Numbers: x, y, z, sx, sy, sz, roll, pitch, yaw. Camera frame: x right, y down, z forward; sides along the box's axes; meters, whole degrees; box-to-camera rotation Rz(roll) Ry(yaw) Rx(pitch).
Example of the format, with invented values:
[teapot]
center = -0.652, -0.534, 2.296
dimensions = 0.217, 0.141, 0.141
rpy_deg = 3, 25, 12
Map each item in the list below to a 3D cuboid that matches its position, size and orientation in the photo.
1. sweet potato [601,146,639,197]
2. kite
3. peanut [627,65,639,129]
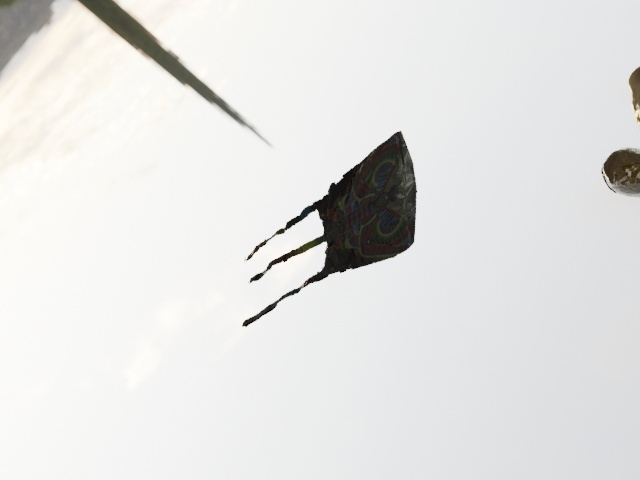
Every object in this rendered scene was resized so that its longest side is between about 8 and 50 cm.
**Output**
[sweet potato]
center = 0.505, -0.082, 1.680
dimensions = 0.075, 0.273, 0.075
rpy_deg = -19, -115, 47
[kite]
center = 0.000, 0.000, 1.274
dimensions = 0.285, 0.015, 0.152
rpy_deg = -35, -135, 36
[peanut]
center = 0.295, -0.087, 0.746
dimensions = 0.226, 0.108, 0.095
rpy_deg = 13, -108, 52
